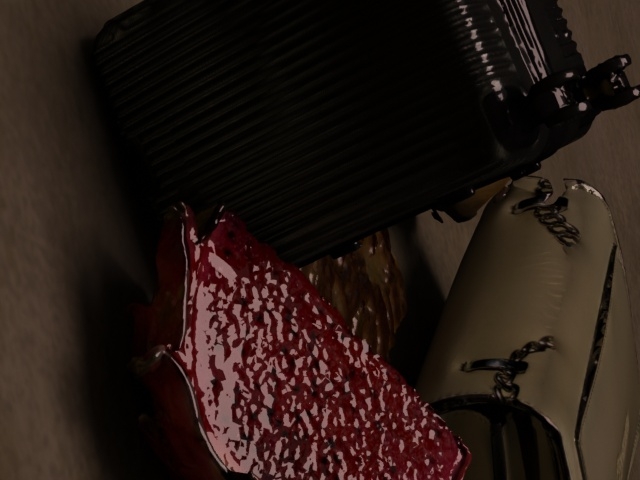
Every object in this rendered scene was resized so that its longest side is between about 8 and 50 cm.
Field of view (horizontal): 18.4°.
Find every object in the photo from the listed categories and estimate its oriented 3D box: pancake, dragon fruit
[{"bbox_3d":[0.000,0.000,1.432,0.257,0.056,0.212,61,32,-49],"label":"pancake"},{"bbox_3d":[-0.047,0.116,1.167,0.274,0.126,0.161,46,43,-27],"label":"dragon fruit"}]

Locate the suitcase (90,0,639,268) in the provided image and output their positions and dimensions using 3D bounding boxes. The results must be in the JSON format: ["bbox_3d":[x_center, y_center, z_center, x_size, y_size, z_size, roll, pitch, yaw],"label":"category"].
[{"bbox_3d":[0.017,-0.101,1.179,0.128,0.312,0.202,-20,87,-53],"label":"suitcase"}]

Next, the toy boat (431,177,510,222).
[{"bbox_3d":[0.045,-0.148,1.525,0.162,0.136,0.445,44,3,31],"label":"toy boat"}]

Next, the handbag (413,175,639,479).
[{"bbox_3d":[0.159,0.130,1.563,0.358,0.160,0.237,-64,152,-59],"label":"handbag"}]
